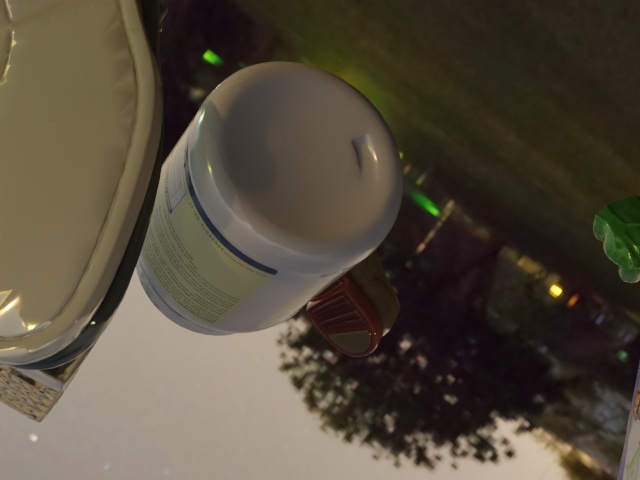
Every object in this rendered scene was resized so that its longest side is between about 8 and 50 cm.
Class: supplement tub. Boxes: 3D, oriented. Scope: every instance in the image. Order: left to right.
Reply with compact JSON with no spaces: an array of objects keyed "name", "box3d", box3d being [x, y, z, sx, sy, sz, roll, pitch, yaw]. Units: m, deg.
[{"name":"supplement tub","box3d":[-0.074,-0.030,1.275,0.235,0.235,0.325,37,149,-7]}]

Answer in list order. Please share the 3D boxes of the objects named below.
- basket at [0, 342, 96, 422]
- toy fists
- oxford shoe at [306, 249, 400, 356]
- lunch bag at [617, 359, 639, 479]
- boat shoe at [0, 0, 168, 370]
[{"name":"basket","box3d":[-0.425,0.181,1.727,0.113,0.103,0.167,31,-151,-4]},{"name":"toy fists","box3d":[0.553,-0.004,1.699,0.279,0.096,0.142,-11,-143,-21]},{"name":"oxford shoe","box3d":[0.000,0.000,1.679,0.130,0.123,0.348,-40,-75,-48]},{"name":"lunch bag","box3d":[0.397,0.165,0.991,0.239,0.327,0.385,8,164,35]},{"name":"boat shoe","box3d":[-0.121,-0.059,0.594,0.099,0.116,0.319,63,-164,-49]}]
